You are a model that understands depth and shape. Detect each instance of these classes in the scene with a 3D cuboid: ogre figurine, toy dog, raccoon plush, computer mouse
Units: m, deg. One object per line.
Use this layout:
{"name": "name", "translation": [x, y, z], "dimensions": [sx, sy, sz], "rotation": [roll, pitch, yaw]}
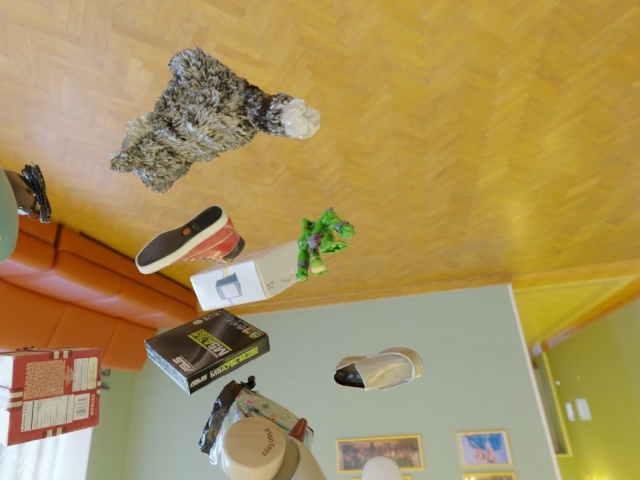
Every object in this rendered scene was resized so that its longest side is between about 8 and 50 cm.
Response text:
{"name": "ogre figurine", "translation": [0.000, 0.000, 1.017], "dimensions": [0.097, 0.118, 0.197], "rotation": [4, 138, -21]}
{"name": "toy dog", "translation": [0.020, 0.349, 0.561], "dimensions": [0.161, 0.334, 0.220], "rotation": [-33, 157, -49]}
{"name": "raccoon plush", "translation": [-0.251, -0.207, 0.858], "dimensions": [0.446, 0.299, 0.216], "rotation": [27, 171, 49]}
{"name": "computer mouse", "translation": [-0.838, -0.143, 1.155], "dimensions": [0.072, 0.188, 0.272], "rotation": [-16, 180, 8]}

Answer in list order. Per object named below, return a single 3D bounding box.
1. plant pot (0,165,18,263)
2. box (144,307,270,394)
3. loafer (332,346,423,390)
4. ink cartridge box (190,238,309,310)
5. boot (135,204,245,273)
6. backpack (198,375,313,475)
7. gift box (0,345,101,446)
{"name": "plant pot", "translation": [-0.789, -0.030, 0.914], "dimensions": [0.291, 0.290, 0.195], "rotation": [-7, 131, 8]}
{"name": "box", "translation": [-0.231, 0.215, 0.866], "dimensions": [0.184, 0.045, 0.191], "rotation": [-18, -157, -39]}
{"name": "loafer", "translation": [0.145, 0.355, 1.133], "dimensions": [0.269, 0.101, 0.092], "rotation": [-22, 179, 34]}
{"name": "ink cartridge box", "translation": [-0.227, 0.111, 1.363], "dimensions": [0.306, 0.131, 0.226], "rotation": [-17, -173, 36]}
{"name": "boot", "translation": [-0.312, 0.036, 1.055], "dimensions": [0.244, 0.088, 0.176], "rotation": [-31, 144, -8]}
{"name": "backpack", "translation": [-0.106, 0.340, 0.717], "dimensions": [0.182, 0.151, 0.115], "rotation": [25, -168, 11]}
{"name": "gift box", "translation": [-0.774, 0.432, 1.205], "dimensions": [0.258, 0.254, 0.276], "rotation": [-10, 163, 37]}
